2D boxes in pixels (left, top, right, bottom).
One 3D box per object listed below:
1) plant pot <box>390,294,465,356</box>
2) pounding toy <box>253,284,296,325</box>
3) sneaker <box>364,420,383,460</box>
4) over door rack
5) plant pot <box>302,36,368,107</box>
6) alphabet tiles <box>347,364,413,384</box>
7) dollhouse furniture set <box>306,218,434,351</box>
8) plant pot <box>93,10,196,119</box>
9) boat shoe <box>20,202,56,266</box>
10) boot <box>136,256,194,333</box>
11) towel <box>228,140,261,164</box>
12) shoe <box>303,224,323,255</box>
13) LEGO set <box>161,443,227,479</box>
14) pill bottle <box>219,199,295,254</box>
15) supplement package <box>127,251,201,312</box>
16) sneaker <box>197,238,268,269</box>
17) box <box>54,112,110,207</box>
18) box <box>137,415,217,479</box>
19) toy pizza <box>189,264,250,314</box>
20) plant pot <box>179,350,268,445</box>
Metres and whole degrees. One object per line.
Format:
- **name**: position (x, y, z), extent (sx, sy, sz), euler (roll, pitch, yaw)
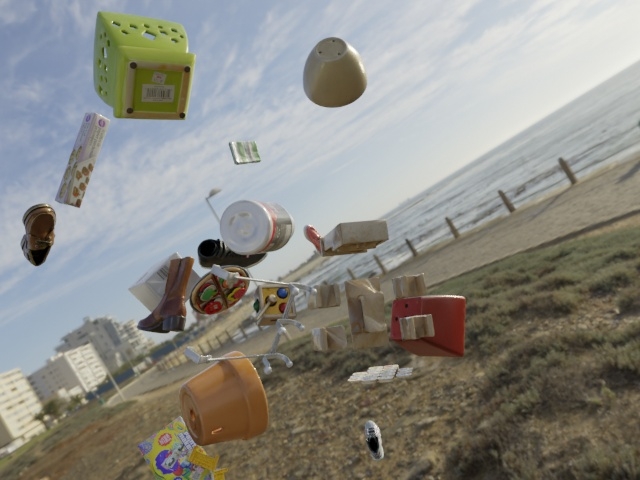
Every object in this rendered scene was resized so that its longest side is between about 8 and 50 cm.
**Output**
- **plant pot**: position (0.460, 0.367, 2.170), extent (0.235, 0.267, 0.267), euler (18, -21, -34)
- **pounding toy**: position (-0.151, 0.203, 1.505), extent (0.141, 0.130, 0.100), euler (1, -31, -22)
- **sneaker**: position (0.126, 0.473, 1.177), extent (0.038, 0.098, 0.069), euler (-20, -45, 2)
- **over door rack**: position (-0.158, 0.214, 1.256), extent (0.324, 0.240, 0.108), euler (17, 3, -44)
- **plant pot**: position (0.054, -0.728, 2.032), extent (0.284, 0.284, 0.191), euler (-31, -25, -8)
- **alphabet tiles**: position (0.267, 0.590, 2.157), extent (0.278, 0.021, 0.284), euler (-10, -5, 13)
- **dollhouse furniture set**: position (0.129, 0.154, 1.612), extent (0.362, 0.394, 0.256), euler (-5, -10, -14)
- **plant pot**: position (-0.461, -0.444, 1.298), extent (0.228, 0.207, 0.227), euler (-8, -43, -34)
- **boat shoe**: position (-1.020, -0.016, 1.784), extent (0.110, 0.104, 0.307), euler (-16, -22, -40)
- **boot**: position (-0.587, 0.203, 1.837), extent (0.096, 0.280, 0.264), euler (19, -25, -40)
- **towel**: position (-0.352, -0.415, 2.287), extent (0.152, 0.113, 0.023), euler (-16, -1, -43)
- **shoe**: position (0.000, 0.000, 2.120), extent (0.081, 0.178, 0.063), euler (5, 48, 48)
- **LEGO set**: position (-0.373, 0.752, 1.544), extent (0.107, 0.287, 0.132), euler (-28, 12, 49)
- **pill bottle**: position (-0.196, -0.046, 1.657), extent (0.176, 0.176, 0.318), euler (-32, -6, 14)
- **supplement package**: position (-0.647, 0.189, 2.029), extent (0.293, 0.175, 0.177), euler (-19, 27, 54)
- **sneaker**: position (-0.362, 0.050, 1.978), extent (0.295, 0.105, 0.147), euler (-7, -22, -3)
- **box**: position (-0.804, -0.272, 1.648), extent (0.067, 0.324, 0.063), euler (12, -8, 34)
- **box**: position (-0.473, 0.845, 1.738), extent (0.177, 0.290, 0.279), euler (-31, -44, -27)
- **toy pizza**: position (-0.305, 0.160, 1.505), extent (0.201, 0.032, 0.201), euler (-23, -40, -22)
- **plant pot**: position (-0.330, 0.533, 1.597), extent (0.203, 0.291, 0.291), euler (-12, -12, -35)
